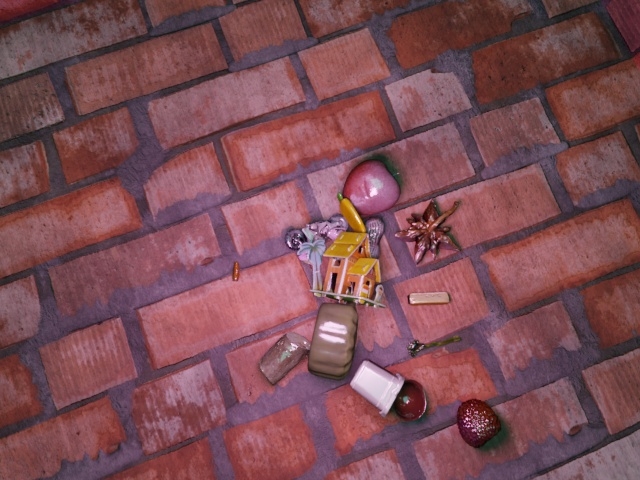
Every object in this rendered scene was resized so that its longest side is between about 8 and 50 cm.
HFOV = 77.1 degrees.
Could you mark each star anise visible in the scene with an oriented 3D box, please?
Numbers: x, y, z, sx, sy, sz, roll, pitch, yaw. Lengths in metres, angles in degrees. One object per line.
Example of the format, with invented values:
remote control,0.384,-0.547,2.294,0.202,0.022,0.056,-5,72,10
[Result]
star anise,0.530,-0.050,1.927,0.350,0.109,0.292,-14,86,-4

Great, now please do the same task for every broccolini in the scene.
broccolini,0.525,0.483,1.886,0.255,0.071,0.057,-12,40,-9

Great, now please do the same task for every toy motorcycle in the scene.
toy motorcycle,0.000,0.000,1.903,0.327,0.143,0.188,-20,82,-20

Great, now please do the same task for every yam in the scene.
yam,-0.167,0.523,1.807,0.254,0.154,0.154,-42,84,-4

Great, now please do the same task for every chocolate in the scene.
chocolate,0.239,0.006,1.915,0.110,0.110,0.248,14,78,2

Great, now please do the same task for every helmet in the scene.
helmet,0.384,0.707,1.804,0.155,0.106,0.175,6,78,-5

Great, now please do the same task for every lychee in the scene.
lychee,0.683,0.795,1.763,0.188,0.188,0.188,0,81,0

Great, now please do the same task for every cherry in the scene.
cherry,0.235,-0.247,1.905,0.307,0.221,0.261,-33,75,13

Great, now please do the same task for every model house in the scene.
model house,0.107,0.097,1.736,0.300,0.340,0.323,1,72,43

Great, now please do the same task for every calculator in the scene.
calculator,0.141,-0.121,1.880,0.032,0.146,0.234,-32,80,-12

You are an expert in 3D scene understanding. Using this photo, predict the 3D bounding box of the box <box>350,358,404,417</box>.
box,0.235,0.610,1.725,0.183,0.312,0.175,30,81,12

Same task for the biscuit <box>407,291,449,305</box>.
biscuit,0.510,0.275,1.903,0.188,0.052,0.056,-1,65,-1

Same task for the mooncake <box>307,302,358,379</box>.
mooncake,0.062,0.423,1.726,0.188,0.351,0.351,13,81,4

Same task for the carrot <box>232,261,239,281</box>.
carrot,-0.404,0.151,1.925,0.032,0.032,0.093,0,76,-1
